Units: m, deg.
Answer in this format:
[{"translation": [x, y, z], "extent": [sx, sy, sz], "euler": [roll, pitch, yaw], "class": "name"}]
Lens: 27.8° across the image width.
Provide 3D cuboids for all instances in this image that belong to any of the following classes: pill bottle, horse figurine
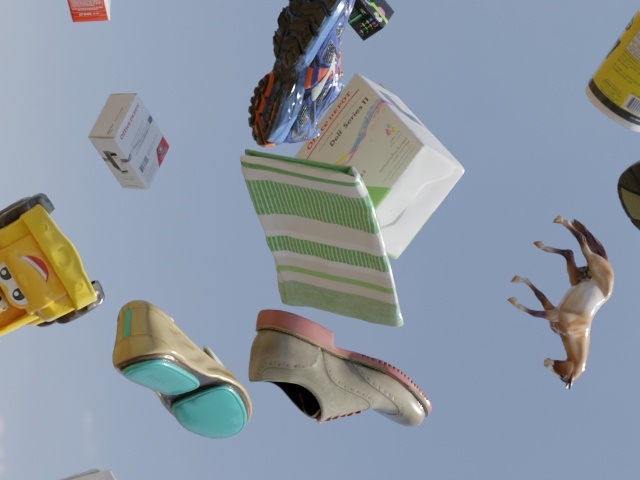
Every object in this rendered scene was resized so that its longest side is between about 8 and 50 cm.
[{"translation": [0.487, -0.271, 1.869], "extent": [0.208, 0.119, 0.119], "euler": [-58, -145, 30], "class": "pill bottle"}, {"translation": [0.390, 0.077, 2.021], "extent": [0.263, 0.174, 0.066], "euler": [-56, -170, -30], "class": "horse figurine"}]

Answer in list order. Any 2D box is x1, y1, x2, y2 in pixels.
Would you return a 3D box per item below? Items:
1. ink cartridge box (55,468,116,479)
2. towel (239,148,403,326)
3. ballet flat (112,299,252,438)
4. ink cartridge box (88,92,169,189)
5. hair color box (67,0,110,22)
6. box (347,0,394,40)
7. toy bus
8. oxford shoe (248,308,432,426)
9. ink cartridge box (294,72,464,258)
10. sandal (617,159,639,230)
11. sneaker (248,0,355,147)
[{"translation": [-0.222, 0.321, 1.174], "extent": [0.203, 0.148, 0.086], "euler": [48, -42, 40], "class": "ink cartridge box"}, {"translation": [0.000, 0.000, 2.165], "extent": [0.247, 0.038, 0.325], "euler": [11, -47, 31], "class": "towel"}, {"translation": [-0.124, 0.120, 1.215], "extent": [0.232, 0.080, 0.073], "euler": [57, 18, -59], "class": "ballet flat"}, {"translation": [-0.315, -0.164, 2.133], "extent": [0.135, 0.056, 0.099], "euler": [62, 40, -47], "class": "ink cartridge box"}, {"translation": [-0.303, -0.368, 1.633], "extent": [0.167, 0.053, 0.093], "euler": [89, -3, -53], "class": "hair color box"}, {"translation": [0.075, -0.398, 2.219], "extent": [0.052, 0.083, 0.062], "euler": [-28, -159, 40], "class": "box"}, {"translation": [-0.379, 0.056, 1.491], "extent": [0.149, 0.211, 0.220], "euler": [62, -20, -9], "class": "toy bus"}, {"translation": [0.024, 0.232, 2.003], "extent": [0.123, 0.348, 0.130], "euler": [-15, -129, 55], "class": "oxford shoe"}, {"translation": [0.085, -0.156, 2.331], "extent": [0.207, 0.119, 0.353], "euler": [-53, -142, 14], "class": "ink cartridge box"}, {"translation": [0.484, -0.071, 1.463], "extent": [0.302, 0.086, 0.120], "euler": [-17, -81, 35], "class": "sandal"}, {"translation": [-0.010, -0.205, 1.485], "extent": [0.083, 0.087, 0.221], "euler": [57, -48, 40], "class": "sneaker"}]
